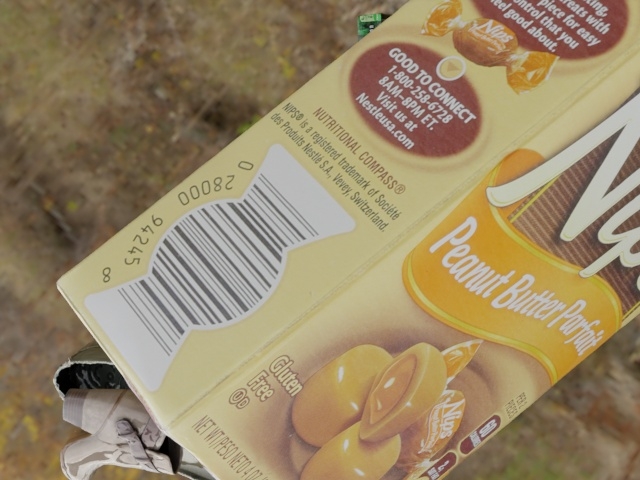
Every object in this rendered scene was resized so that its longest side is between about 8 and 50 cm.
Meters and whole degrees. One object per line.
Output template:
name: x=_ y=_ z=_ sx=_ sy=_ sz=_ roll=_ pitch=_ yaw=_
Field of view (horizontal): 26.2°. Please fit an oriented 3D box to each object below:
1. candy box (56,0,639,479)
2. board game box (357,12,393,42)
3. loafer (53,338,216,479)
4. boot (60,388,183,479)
candy box: x=0.072 y=-0.016 z=0.559 sx=0.087 sy=0.316 sz=0.183 roll=48 pitch=174 yaw=33
board game box: x=0.117 y=-0.118 z=1.181 sx=0.030 sy=0.136 sz=0.260 roll=-1 pitch=-178 yaw=37
loafer: x=-0.116 y=0.149 z=1.106 sx=0.251 sy=0.094 sz=0.087 roll=18 pitch=-164 yaw=31
boot: x=-0.142 y=0.151 z=1.000 sx=0.087 sy=0.042 sz=0.118 roll=16 pitch=139 yaw=11
